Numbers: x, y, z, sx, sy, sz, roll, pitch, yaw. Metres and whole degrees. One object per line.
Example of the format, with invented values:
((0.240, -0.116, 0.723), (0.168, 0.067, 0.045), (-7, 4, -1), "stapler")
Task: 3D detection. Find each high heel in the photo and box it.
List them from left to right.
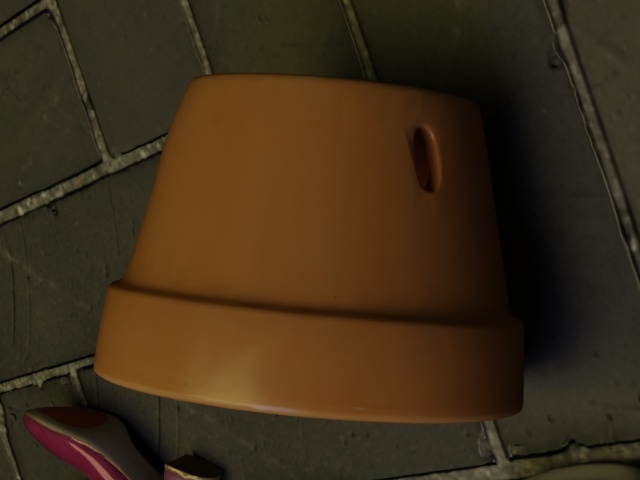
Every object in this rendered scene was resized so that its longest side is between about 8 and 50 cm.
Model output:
((-0.198, 0.241, 1.248), (0.244, 0.082, 0.117), (15, 104, 25), "high heel")

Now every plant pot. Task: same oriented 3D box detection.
((0.000, 0.000, 0.876), (0.291, 0.291, 0.203), (5, 90, 41), "plant pot")

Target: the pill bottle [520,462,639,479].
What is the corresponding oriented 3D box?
((0.190, 0.279, 0.870), (0.131, 0.131, 0.229), (-13, 95, 44), "pill bottle")
